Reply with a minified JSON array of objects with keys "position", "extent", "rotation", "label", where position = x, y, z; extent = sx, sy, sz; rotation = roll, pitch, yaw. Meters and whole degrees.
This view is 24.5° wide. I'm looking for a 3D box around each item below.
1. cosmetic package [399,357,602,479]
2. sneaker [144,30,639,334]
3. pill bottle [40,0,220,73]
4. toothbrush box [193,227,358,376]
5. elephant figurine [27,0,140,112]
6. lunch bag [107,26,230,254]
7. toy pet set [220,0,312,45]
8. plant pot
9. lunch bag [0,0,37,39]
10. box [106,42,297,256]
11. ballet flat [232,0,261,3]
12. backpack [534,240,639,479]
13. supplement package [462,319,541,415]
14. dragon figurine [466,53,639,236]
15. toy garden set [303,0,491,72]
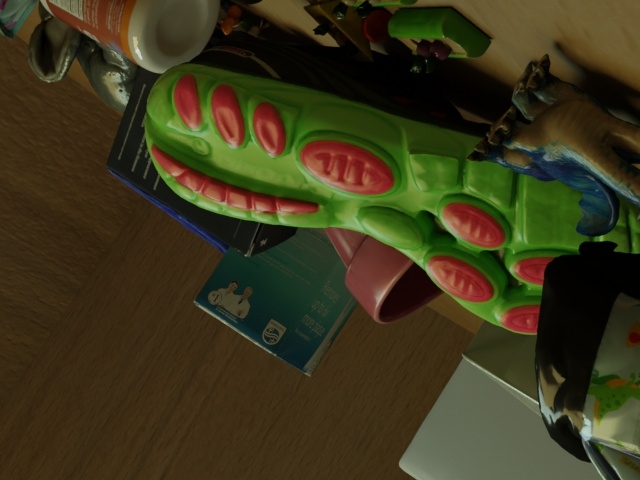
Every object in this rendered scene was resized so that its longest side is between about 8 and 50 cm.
[{"position":[0.386,0.280,1.851],"extent":[0.329,0.327,0.393],"rotation":[29,175,46],"label":"cosmetic package"},{"position":[0.093,-0.075,1.293],"extent":[0.483,0.185,0.202],"rotation":[23,-140,1],"label":"sneaker"},{"position":[-0.218,-0.268,1.543],"extent":[0.216,0.121,0.121],"rotation":[31,176,31],"label":"pill bottle"},{"position":[0.000,0.000,1.784],"extent":[0.126,0.295,0.216],"rotation":[31,175,15],"label":"toothbrush box"},{"position":[-0.266,-0.252,1.735],"extent":[0.239,0.186,0.169],"rotation":[22,163,31],"label":"elephant figurine"},{"position":[-0.090,-0.098,1.853],"extent":[0.138,0.221,0.293],"rotation":[32,175,31],"label":"lunch bag"},{"position":[-0.040,-0.201,1.547],"extent":[0.122,0.065,0.114],"rotation":[39,-152,-33],"label":"toy pet set"},{"position":[0.076,-0.046,1.499],"extent":[0.180,0.201,0.201],"rotation":[49,-179,19],"label":"plant pot"},{"position":[-0.473,-0.385,1.929],"extent":[0.223,0.160,0.262],"rotation":[35,-178,-3],"label":"lunch bag"},{"position":[-0.106,-0.104,1.605],"extent":[0.207,0.153,0.108],"rotation":[33,-153,17],"label":"box"},{"position":[-0.115,-0.272,1.310],"extent":[0.173,0.057,0.049],"rotation":[36,-144,-19],"label":"ballet flat"},{"position":[0.357,0.143,1.071],"extent":[0.355,0.273,0.290],"rotation":[2,171,27],"label":"backpack"},{"position":[0.279,0.096,1.427],"extent":[0.149,0.194,0.203],"rotation":[31,175,38],"label":"supplement package"},{"position":[0.191,-0.057,1.063],"extent":[0.144,0.085,0.289],"rotation":[34,175,-1],"label":"dragon figurine"},{"position":[-0.011,-0.207,1.142],"extent":[0.244,0.049,0.204],"rotation":[35,176,-20],"label":"toy garden set"}]
